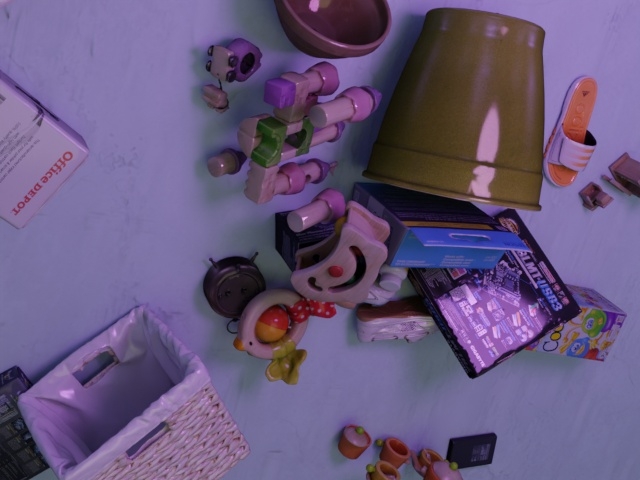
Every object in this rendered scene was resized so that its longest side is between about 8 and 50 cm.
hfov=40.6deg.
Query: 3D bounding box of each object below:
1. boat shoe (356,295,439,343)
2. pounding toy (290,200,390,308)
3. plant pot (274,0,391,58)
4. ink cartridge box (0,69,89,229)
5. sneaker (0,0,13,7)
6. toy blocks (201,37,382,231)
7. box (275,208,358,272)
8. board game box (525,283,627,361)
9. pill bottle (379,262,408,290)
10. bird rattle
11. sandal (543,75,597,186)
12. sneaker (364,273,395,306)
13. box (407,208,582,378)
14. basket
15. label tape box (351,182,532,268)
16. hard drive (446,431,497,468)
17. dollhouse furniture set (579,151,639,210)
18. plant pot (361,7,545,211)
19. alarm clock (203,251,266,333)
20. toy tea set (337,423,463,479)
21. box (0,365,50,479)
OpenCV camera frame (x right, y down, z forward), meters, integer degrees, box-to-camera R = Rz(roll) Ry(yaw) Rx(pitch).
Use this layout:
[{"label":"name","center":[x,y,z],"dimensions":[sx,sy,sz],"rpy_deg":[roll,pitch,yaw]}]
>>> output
[{"label":"boat shoe","center":[0.214,0.194,2.035],"dimensions":[0.277,0.098,0.096],"rpy_deg":[-2,117,-13]},{"label":"pounding toy","center":[0.035,0.022,1.692],"dimensions":[0.154,0.155,0.269],"rpy_deg":[17,134,-6]},{"label":"plant pot","center":[0.007,-0.422,1.626],"dimensions":[0.237,0.237,0.110],"rpy_deg":[8,148,-25]},{"label":"ink cartridge box","center":[-0.580,-0.181,1.532],"dimensions":[0.197,0.114,0.273],"rpy_deg":[-47,120,3]},{"label":"sneaker","center":[-0.615,-0.429,1.409],"dimensions":[0.293,0.108,0.169],"rpy_deg":[-18,116,-15]},{"label":"toy blocks","center":[-0.038,-0.224,1.698],"dimensions":[0.260,0.309,0.288],"rpy_deg":[-28,140,-46]},{"label":"box","center":[0.000,0.000,1.818],"dimensions":[0.156,0.158,0.093],"rpy_deg":[-10,118,-18]},{"label":"board game box","center":[0.588,0.193,2.149],"dimensions":[0.275,0.144,0.142],"rpy_deg":[11,109,-25]},{"label":"pill bottle","center":[0.166,0.051,1.930],"dimensions":[0.065,0.065,0.116],"rpy_deg":[33,58,-30]},{"label":"bird rattle","center":[-0.077,0.181,1.867],"dimensions":[0.207,0.143,0.253],"rpy_deg":[18,109,-40]},{"label":"sandal","center":[0.589,-0.241,1.987],"dimensions":[0.102,0.076,0.265],"rpy_deg":[0,113,-21]},{"label":"sneaker","center":[0.058,0.088,1.931],"dimensions":[0.237,0.085,0.086],"rpy_deg":[27,129,-24]},{"label":"box","center":[0.392,0.116,1.973],"dimensions":[0.293,0.073,0.295],"rpy_deg":[-30,81,-12]},{"label":"basket","center":[-0.363,0.365,1.722],"dimensions":[0.328,0.331,0.266],"rpy_deg":[-39,124,-15]},{"label":"label tape box","center":[0.235,-0.011,1.796],"dimensions":[0.249,0.347,0.115],"rpy_deg":[2,113,-22]},{"label":"hard drive","center":[0.403,0.566,2.318],"dimensions":[0.135,0.022,0.094],"rpy_deg":[-3,114,-21]},{"label":"dollhouse furniture set","center":[0.741,-0.096,2.053],"dimensions":[0.161,0.182,0.101],"rpy_deg":[-41,121,0]},{"label":"plant pot","center":[0.297,-0.267,1.729],"dimensions":[0.366,0.366,0.353],"rpy_deg":[8,99,-24]},{"label":"alarm clock","center":[-0.183,0.121,1.862],"dimensions":[0.129,0.064,0.192],"rpy_deg":[-8,119,-18]},{"label":"toy tea set","center":[0.209,0.535,2.130],"dimensions":[0.336,0.200,0.124],"rpy_deg":[20,113,-22]},{"label":"box","center":[-0.651,0.398,1.804],"dimensions":[0.183,0.059,0.232],"rpy_deg":[-30,120,-7]}]
